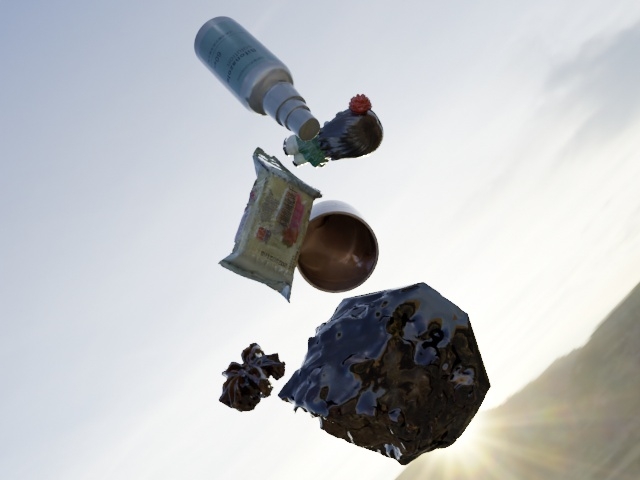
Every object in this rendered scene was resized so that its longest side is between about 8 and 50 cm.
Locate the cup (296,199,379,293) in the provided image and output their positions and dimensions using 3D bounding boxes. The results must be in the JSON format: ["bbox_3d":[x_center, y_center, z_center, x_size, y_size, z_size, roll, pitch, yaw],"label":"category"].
[{"bbox_3d":[0.000,0.000,1.859,0.200,0.252,0.192,-104,21,-75],"label":"cup"}]

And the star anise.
[{"bbox_3d":[-0.175,0.368,2.111,0.190,0.126,0.220,-42,18,25],"label":"star anise"}]

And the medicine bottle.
[{"bbox_3d":[-0.112,-0.295,1.471,0.110,0.352,0.110,-24,-41,-23],"label":"medicine bottle"}]

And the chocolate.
[{"bbox_3d":[0.050,0.180,0.900,0.224,0.206,0.177,-15,5,39],"label":"chocolate"}]

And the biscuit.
[{"bbox_3d":[-0.101,-0.033,1.654,0.079,0.186,0.309,-29,37,50],"label":"biscuit"}]

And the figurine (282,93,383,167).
[{"bbox_3d":[0.026,-0.236,1.800,0.245,0.138,0.110,-14,40,32],"label":"figurine"}]
